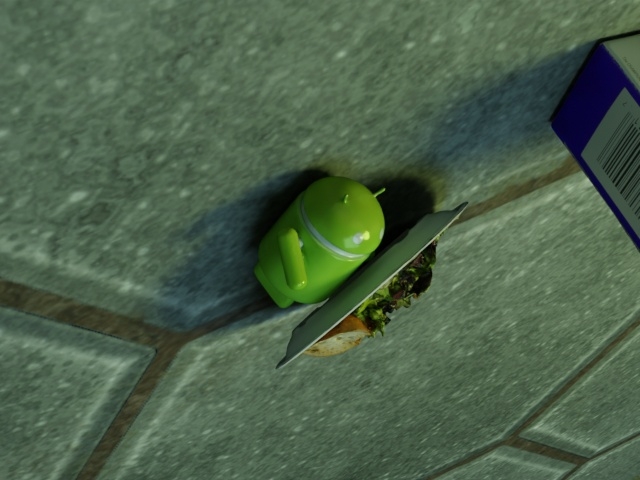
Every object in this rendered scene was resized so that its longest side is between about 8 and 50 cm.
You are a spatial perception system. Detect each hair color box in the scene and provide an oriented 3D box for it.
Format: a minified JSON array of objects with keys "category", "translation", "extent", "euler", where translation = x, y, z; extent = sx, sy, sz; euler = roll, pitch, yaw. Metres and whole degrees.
[{"category":"hair color box","translation":[0.376,-0.088,0.952],"extent":[0.338,0.185,0.110],"euler":[-16,152,-25]}]

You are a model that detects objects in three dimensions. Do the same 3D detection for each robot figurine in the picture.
[{"category":"robot figurine","translation":[0.000,0.000,0.862],"extent":[0.101,0.067,0.115],"euler":[-16,155,-50]}]

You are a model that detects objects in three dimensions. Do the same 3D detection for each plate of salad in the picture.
[{"category":"plate of salad","translation":[0.046,0.042,0.939],"extent":[0.200,0.048,0.200],"euler":[-42,178,-1]}]
